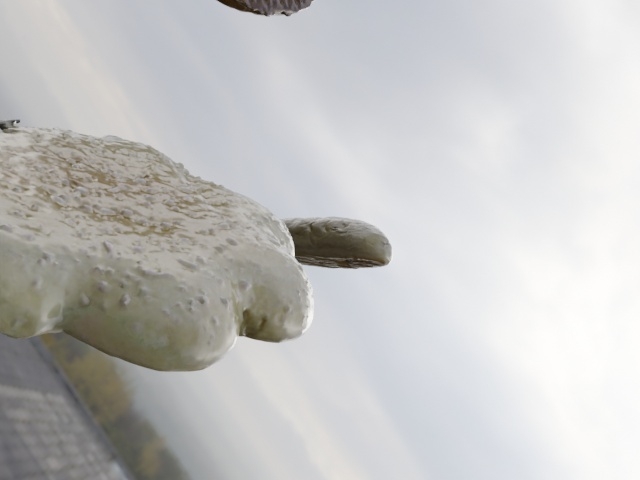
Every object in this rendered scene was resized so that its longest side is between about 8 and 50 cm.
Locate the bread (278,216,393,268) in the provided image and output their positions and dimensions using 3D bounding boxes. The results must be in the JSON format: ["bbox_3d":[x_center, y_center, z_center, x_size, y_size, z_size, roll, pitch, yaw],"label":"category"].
[{"bbox_3d":[-0.001,0.001,1.349,0.214,0.053,0.073,2,-20,44],"label":"bread"}]

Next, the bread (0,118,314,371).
[{"bbox_3d":[-0.094,-0.004,0.535,0.182,0.039,0.251,27,16,25],"label":"bread"}]

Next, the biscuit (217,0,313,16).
[{"bbox_3d":[-0.080,-0.320,1.087,0.037,0.262,0.262,-18,-69,39],"label":"biscuit"}]
